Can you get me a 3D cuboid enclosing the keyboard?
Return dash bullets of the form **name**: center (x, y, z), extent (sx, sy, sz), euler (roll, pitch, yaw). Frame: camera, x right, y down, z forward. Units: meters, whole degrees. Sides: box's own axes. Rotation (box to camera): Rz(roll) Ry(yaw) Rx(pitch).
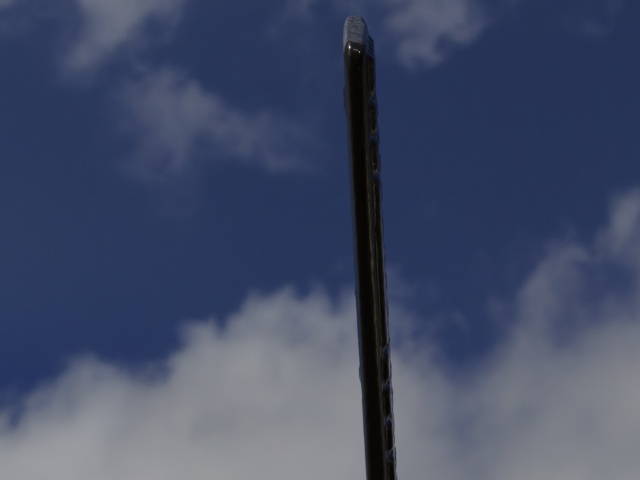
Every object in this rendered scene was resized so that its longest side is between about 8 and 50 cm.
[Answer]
- **keyboard**: center (0.013, -0.003, 0.778), extent (0.041, 0.103, 0.381), euler (-9, -77, 3)
